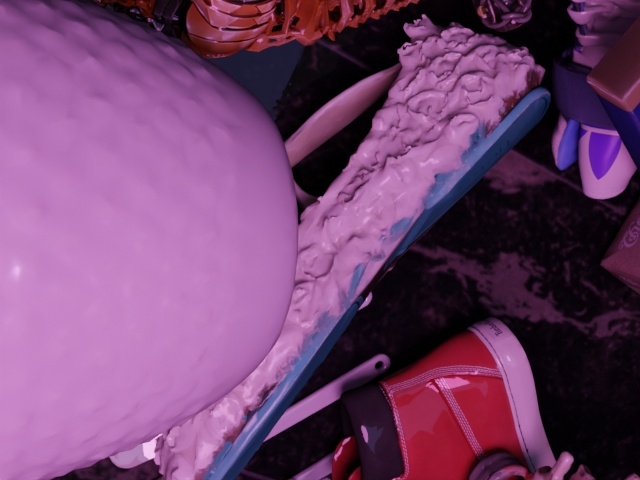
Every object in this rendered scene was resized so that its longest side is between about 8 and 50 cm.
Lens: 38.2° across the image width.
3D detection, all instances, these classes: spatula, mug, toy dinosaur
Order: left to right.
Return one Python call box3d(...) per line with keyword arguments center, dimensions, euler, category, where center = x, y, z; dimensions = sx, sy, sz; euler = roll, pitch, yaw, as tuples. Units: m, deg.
box3d(center=(-0.208, 0.032, 0.501), dimensions=(0.328, 0.276, 0.374), euler=(-1, 133, -28), category="mug")
box3d(center=(-0.078, -0.199, 0.605), dimensions=(0.322, 0.164, 0.218), euler=(-9, 121, -37), category="toy dinosaur")
box3d(center=(-0.037, 0.147, 0.739), dimensions=(0.242, 0.019, 0.168), euler=(-29, 109, -12), category="spatula")

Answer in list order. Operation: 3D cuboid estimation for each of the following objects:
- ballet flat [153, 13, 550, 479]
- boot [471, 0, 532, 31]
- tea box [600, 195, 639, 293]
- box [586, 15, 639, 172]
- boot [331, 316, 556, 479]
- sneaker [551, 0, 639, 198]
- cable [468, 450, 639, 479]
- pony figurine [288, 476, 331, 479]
box3d(center=(0.000, 0.000, 0.673), dimensions=(0.147, 0.147, 0.409), euler=(45, 79, -23), category="ballet flat")
box3d(center=(0.093, -0.247, 0.595), dimensions=(0.091, 0.263, 0.228), euler=(-16, 105, 23), category="boot")
box3d(center=(0.485, -0.023, 0.787), dimensions=(0.324, 0.220, 0.329), euler=(30, 90, -23), category="tea box")
box3d(center=(0.264, -0.099, 0.621), dimensions=(0.136, 0.036, 0.225), euler=(-50, 144, 4), category="box")
box3d(center=(0.106, 0.202, 0.769), dimensions=(0.176, 0.088, 0.244), euler=(-26, 112, -10), category="boot")
box3d(center=(0.222, -0.143, 0.640), dimensions=(0.323, 0.130, 0.236), euler=(-5, 104, -66), category="sneaker")
box3d(center=(0.143, 0.281, 0.722), dimensions=(0.140, 0.072, 0.287), euler=(25, 100, -16), category="cable")
box3d(center=(-0.006, 0.403, 0.662), dimensions=(0.303, 0.363, 0.350), euler=(8, 117, -29), category="pony figurine")
